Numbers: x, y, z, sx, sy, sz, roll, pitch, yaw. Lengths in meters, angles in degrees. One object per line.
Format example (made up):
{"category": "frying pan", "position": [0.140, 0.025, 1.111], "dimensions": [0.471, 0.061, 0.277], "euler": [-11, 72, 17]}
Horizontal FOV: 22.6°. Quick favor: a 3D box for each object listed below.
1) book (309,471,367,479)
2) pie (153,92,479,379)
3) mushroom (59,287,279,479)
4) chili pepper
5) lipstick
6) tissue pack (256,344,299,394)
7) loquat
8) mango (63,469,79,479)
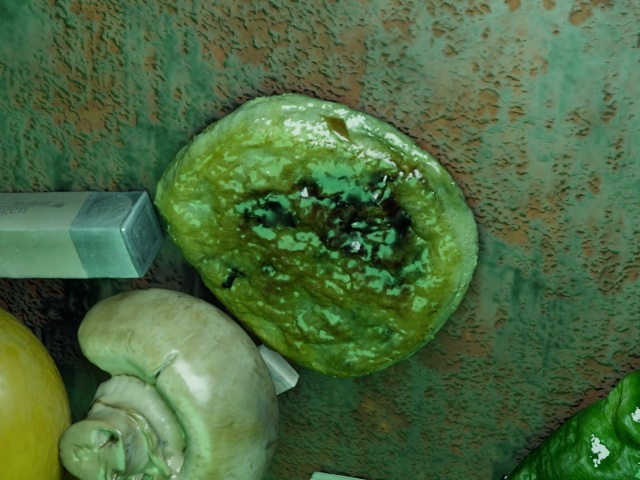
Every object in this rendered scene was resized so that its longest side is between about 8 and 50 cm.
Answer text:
{"category": "book", "position": [0.035, 0.315, 1.793], "dimensions": [0.103, 0.017, 0.135], "euler": [8, 130, 13]}
{"category": "pie", "position": [0.000, 0.000, 1.517], "dimensions": [0.323, 0.070, 0.323], "euler": [10, 129, 12]}
{"category": "mushroom", "position": [-0.141, 0.174, 1.606], "dimensions": [0.189, 0.195, 0.253], "euler": [-8, 103, 33]}
{"category": "chili pepper", "position": [0.295, 0.211, 1.557], "dimensions": [0.136, 0.099, 0.270], "euler": [49, 139, 13]}
{"category": "lipstick", "position": [-0.319, -0.005, 1.640], "dimensions": [0.317, 0.066, 0.068], "euler": [0, 129, 22]}
{"category": "tissue pack", "position": [-0.078, 0.150, 1.699], "dimensions": [0.108, 0.023, 0.056], "euler": [-31, 110, 38]}
{"category": "loquat", "position": [-0.423, 0.172, 1.623], "dimensions": [0.328, 0.328, 0.359], "euler": [-9, 100, 28]}
{"category": "mango", "position": [-0.241, 0.415, 1.815], "dimensions": [0.445, 0.301, 0.220], "euler": [19, 160, -4]}
